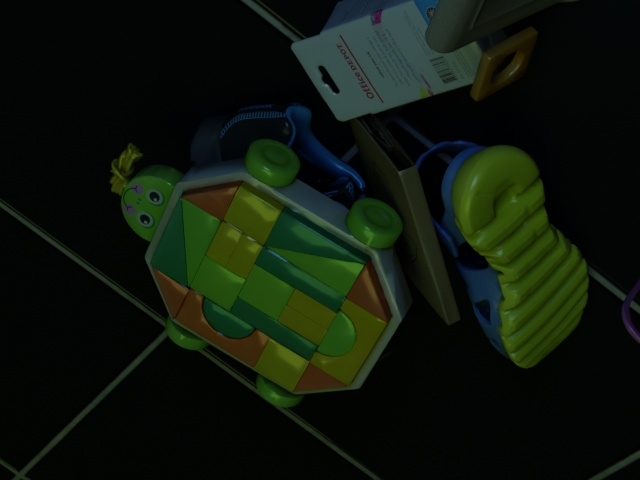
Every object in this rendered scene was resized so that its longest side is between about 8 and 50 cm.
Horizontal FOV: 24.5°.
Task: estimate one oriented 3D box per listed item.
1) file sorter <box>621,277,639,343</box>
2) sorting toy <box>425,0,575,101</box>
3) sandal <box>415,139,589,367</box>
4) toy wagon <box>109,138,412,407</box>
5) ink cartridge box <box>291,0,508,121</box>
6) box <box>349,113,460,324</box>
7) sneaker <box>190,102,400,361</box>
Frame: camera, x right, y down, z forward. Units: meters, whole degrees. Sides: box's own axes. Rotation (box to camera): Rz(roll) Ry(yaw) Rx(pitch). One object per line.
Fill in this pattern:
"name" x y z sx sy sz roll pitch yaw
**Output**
"file sorter" 0.435 0.014 1.305 0.202 0.182 0.290 39 143 5
"sorting toy" 0.178 -0.256 1.242 0.047 0.196 0.347 48 140 23
"sandal" 0.182 0.004 1.528 0.138 0.126 0.317 34 156 45
"toy wagon" -0.080 0.021 1.527 0.344 0.068 0.267 31 126 3
"ink cartridge box" 0.075 -0.190 1.419 0.181 0.061 0.104 -14 124 34
"box" 0.083 -0.032 1.508 0.021 0.164 0.201 -24 126 -7
"sneaker" 0.000 0.000 1.585 0.140 0.125 0.341 -17 121 37
